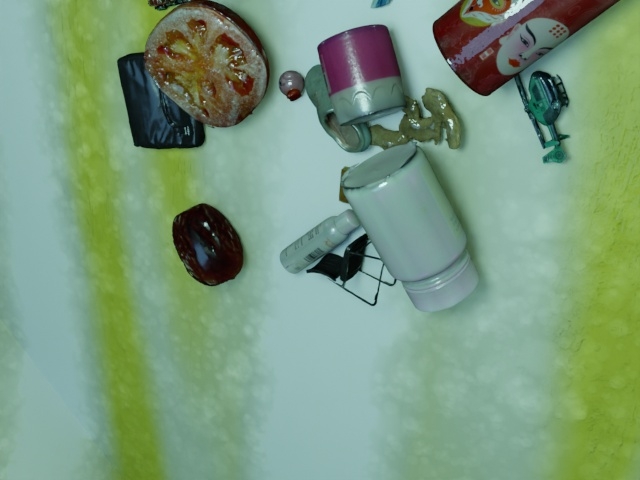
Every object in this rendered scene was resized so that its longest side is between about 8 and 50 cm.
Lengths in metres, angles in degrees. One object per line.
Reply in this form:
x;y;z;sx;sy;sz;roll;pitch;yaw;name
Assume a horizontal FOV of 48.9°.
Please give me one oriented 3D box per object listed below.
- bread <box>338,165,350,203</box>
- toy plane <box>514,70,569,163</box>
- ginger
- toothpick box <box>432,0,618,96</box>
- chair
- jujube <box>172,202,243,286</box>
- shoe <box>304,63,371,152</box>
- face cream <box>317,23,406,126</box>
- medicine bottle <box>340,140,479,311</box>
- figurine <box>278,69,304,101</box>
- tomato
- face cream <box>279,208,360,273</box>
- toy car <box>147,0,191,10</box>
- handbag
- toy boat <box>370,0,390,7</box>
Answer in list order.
0.095;-0.141;1.848;0.090;0.035;0.095;15;118;21;bread
0.498;-0.282;1.555;0.096;0.060;0.235;-15;101;40;toy plane
0.220;-0.288;1.704;0.258;0.065;0.149;2;102;38;ginger
0.418;-0.470;1.426;0.333;0.204;0.204;-35;93;36;toothpick box
0.088;0.053;1.881;0.221;0.140;0.145;21;120;22;chair
-0.325;0.014;2.058;0.183;0.183;0.243;-26;91;34;jujube
0.028;-0.322;1.753;0.103;0.100;0.251;-40;82;41;shoe
0.097;-0.380;1.637;0.175;0.175;0.195;-13;95;32;face cream
0.224;-0.029;1.695;0.213;0.213;0.379;-17;114;33;medicine bottle
-0.074;-0.399;1.804;0.067;0.083;0.071;-24;90;-9;figurine
-0.267;-0.469;1.810;0.338;0.144;0.338;11;131;13;tomato
0.000;0.000;1.934;0.269;0.082;0.082;-35;93;36;face cream
-0.394;-0.654;1.868;0.143;0.054;0.073;2;113;29;toy car
-0.445;-0.395;1.994;0.244;0.088;0.275;3;110;24;handbag
0.122;-0.614;1.632;0.105;0.034;0.149;-40;77;38;toy boat
